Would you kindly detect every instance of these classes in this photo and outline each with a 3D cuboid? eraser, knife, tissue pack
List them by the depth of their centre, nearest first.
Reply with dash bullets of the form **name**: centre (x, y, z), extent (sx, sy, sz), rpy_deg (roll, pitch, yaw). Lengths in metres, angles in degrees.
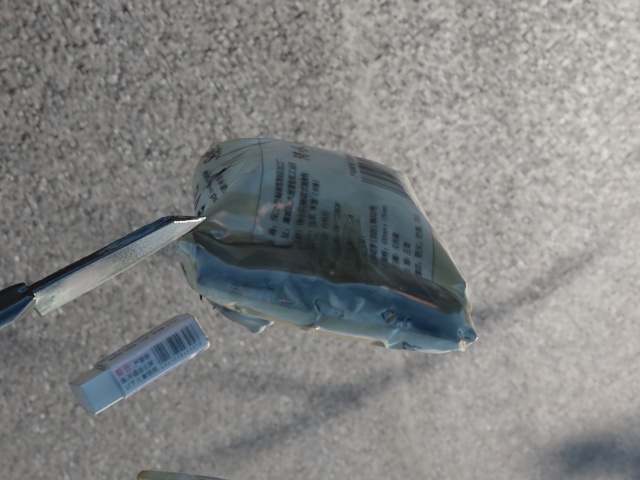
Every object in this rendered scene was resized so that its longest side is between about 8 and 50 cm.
- **knife**: centre (-0.187, 0.033, 0.798), extent (0.230, 0.028, 0.060), rpy_deg (-28, 161, -11)
- **tissue pack**: centre (0.000, 0.000, 1.442), extent (0.389, 0.375, 0.195), rpy_deg (17, 110, -12)
- **eraser**: centre (-0.289, 0.196, 1.724), extent (0.210, 0.068, 0.124), rpy_deg (-31, -172, -21)

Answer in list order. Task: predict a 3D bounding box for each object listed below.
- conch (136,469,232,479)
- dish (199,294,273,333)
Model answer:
- **conch**: centre (-0.109, 0.292, 1.111), extent (0.176, 0.094, 0.104), rpy_deg (17, 136, -26)
- **dish**: centre (-0.149, 0.048, 1.715), extent (0.081, 0.229, 0.229), rpy_deg (-13, 142, -22)
